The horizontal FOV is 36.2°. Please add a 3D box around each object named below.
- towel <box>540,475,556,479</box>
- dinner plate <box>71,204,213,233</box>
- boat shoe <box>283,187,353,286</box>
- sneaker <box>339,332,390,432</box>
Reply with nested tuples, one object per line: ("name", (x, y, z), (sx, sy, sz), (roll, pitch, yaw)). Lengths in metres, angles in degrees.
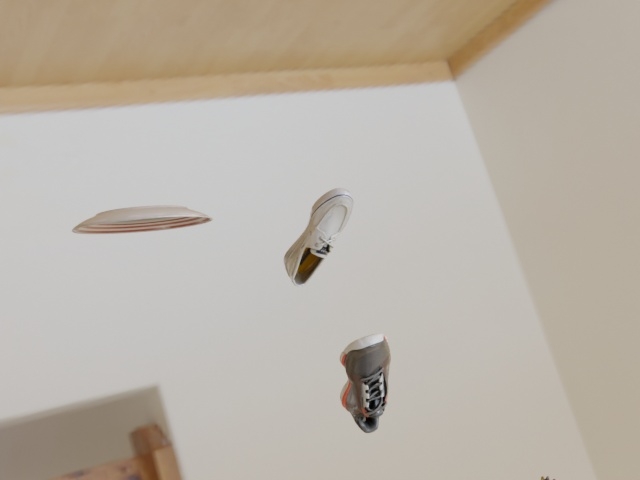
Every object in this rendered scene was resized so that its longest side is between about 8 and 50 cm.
("towel", (0.106, 0.156, 0.454), (0.009, 0.060, 0.083), (11, -157, -4))
("dinner plate", (-0.179, -0.021, 0.987), (0.141, 0.017, 0.141), (-5, 175, 0))
("boat shoe", (0.000, 0.000, 0.852), (0.035, 0.035, 0.100), (19, 123, -30))
("sneaker", (0.060, 0.166, 1.114), (0.061, 0.065, 0.158), (-17, 143, -12))
